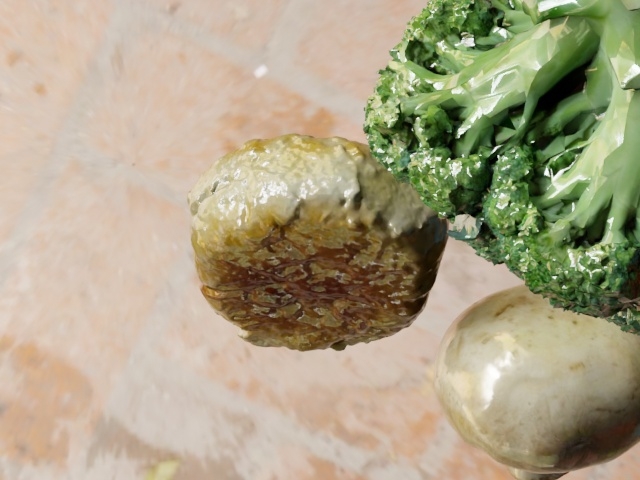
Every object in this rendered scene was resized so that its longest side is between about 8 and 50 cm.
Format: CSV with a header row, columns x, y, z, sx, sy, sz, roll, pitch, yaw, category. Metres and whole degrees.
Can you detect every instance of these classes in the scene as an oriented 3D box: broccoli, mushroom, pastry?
x,y,z,sx,sy,sz,roll,pitch,yaw,category
0.158,-0.079,0.934,0.270,0.270,0.270,-1,54,1,broccoli
0.163,0.103,1.232,0.166,0.166,0.127,2,126,-6,mushroom
0.000,0.000,1.203,0.182,0.192,0.093,3,56,5,pastry
